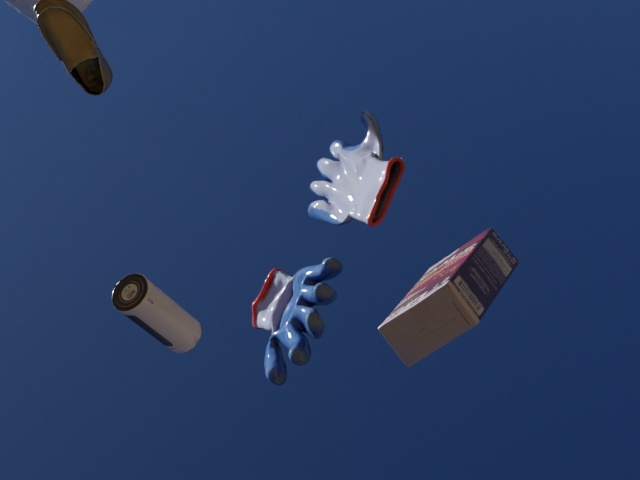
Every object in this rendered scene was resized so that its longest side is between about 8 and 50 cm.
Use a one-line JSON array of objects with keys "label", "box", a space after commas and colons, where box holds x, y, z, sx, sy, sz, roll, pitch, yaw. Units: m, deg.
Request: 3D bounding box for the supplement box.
[{"label": "supplement box", "box": [0.186, 0.076, 1.576, 0.073, 0.130, 0.239, 53, -151, -1]}]

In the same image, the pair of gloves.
[{"label": "pair of gloves", "box": [0.000, 0.000, 0.769, 0.023, 0.159, 0.198, 24, -89, -17]}]

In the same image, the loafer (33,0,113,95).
[{"label": "loafer", "box": [-0.307, -0.242, 1.401, 0.056, 0.148, 0.050, -31, -142, 5]}]

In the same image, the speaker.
[{"label": "speaker", "box": [-0.211, 0.097, 1.448, 0.055, 0.136, 0.055, -14, -124, 21]}]

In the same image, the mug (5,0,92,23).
[{"label": "mug", "box": [-0.476, -0.513, 1.675, 0.328, 0.374, 0.276, 36, -105, -26]}]
